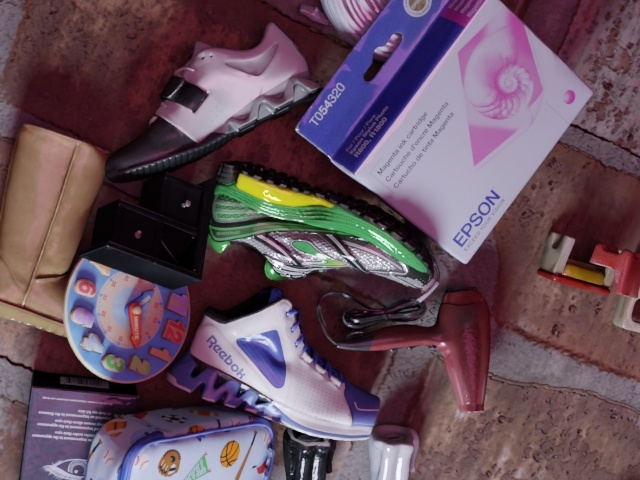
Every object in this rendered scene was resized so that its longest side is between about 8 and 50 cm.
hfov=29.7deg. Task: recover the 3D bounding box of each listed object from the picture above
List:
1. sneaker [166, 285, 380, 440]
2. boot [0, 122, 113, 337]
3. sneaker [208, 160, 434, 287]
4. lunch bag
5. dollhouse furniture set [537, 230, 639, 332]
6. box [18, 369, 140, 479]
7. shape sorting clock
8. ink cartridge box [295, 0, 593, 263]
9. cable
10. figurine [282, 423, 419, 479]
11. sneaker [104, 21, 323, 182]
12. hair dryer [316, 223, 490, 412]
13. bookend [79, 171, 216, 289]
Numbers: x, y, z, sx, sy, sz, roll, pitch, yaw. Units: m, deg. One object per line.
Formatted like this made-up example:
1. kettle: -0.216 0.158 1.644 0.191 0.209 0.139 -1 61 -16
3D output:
1. sneaker: -0.047 0.168 1.753 0.315 0.127 0.182 18 94 -12
2. boot: -0.345 -0.003 1.693 0.236 0.089 0.270 19 87 -20
3. sneaker: 0.000 0.000 1.750 0.343 0.134 0.146 19 101 2
4. lunch bag: -0.193 0.359 1.685 0.303 0.115 0.243 3 98 -47
5. dollhouse furniture set: 0.531 0.110 1.835 0.374 0.201 0.152 14 92 -14
6. box: -0.347 0.301 1.711 0.153 0.108 0.207 8 94 -13
7. shape sorting clock: -0.265 0.096 1.679 0.206 0.040 0.206 2 87 -45
8. ink cartridge box: 0.184 -0.186 1.728 0.330 0.071 0.324 36 91 -27
9. cable: 0.125 -0.385 1.754 0.257 0.089 0.257 31 89 -13
10. figurine: 0.043 0.389 1.825 0.214 0.092 0.210 2 103 -13
11. sneaker: -0.174 -0.197 1.704 0.330 0.122 0.146 -30 91 -13
12. hair dryer: 0.152 0.142 1.818 0.223 0.080 0.293 -43 89 -10
13. bookend: -0.235 -0.032 1.663 0.156 0.072 0.157 24 62 -36
